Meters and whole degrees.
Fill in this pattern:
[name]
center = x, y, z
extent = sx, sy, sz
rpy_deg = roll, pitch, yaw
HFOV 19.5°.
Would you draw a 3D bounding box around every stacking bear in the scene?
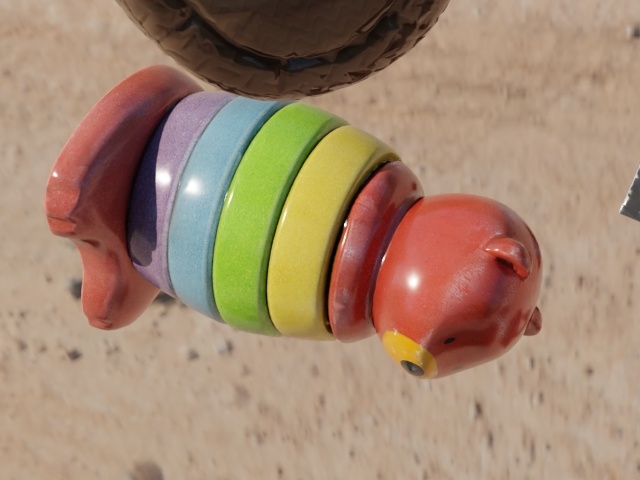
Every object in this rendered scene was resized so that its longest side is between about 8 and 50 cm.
[stacking bear]
center = 0.000, 0.000, 1.180
extent = 0.289, 0.175, 0.164
rpy_deg = 18, 60, 20

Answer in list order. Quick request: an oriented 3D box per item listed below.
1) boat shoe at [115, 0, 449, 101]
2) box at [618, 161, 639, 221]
[boat shoe]
center = -0.028, -0.152, 0.328
extent = 0.095, 0.257, 0.095
rpy_deg = -14, 32, 0
[box]
center = 0.327, -0.044, 1.439
extent = 0.162, 0.029, 0.116
rpy_deg = 24, 98, 14
